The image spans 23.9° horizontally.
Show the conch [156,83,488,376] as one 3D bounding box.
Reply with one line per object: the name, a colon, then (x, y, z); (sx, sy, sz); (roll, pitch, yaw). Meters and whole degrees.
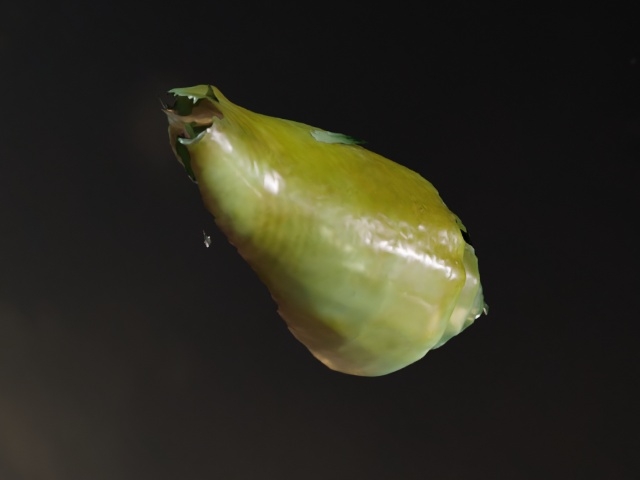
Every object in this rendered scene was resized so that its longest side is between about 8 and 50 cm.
conch: (0.004, -0.002, 0.572); (0.201, 0.079, 0.095); (41, -6, -36)
